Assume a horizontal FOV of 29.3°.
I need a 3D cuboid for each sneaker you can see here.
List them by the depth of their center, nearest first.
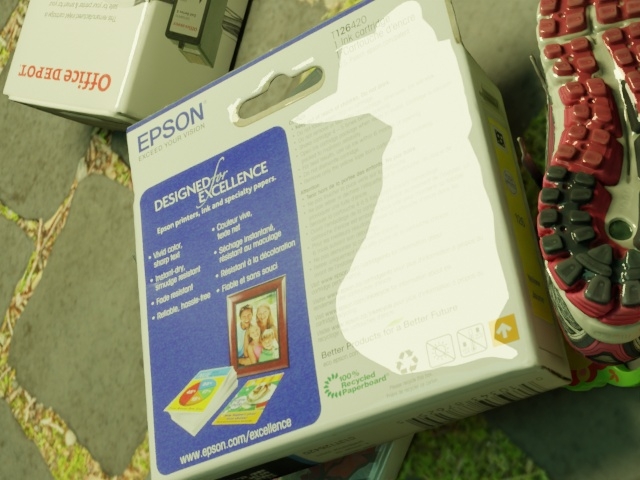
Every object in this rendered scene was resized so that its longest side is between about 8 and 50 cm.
[{"bbox_3d":[0.184,-0.067,0.769,0.120,0.112,0.299,9,60,13],"label":"sneaker"}]

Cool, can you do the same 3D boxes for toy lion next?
[{"bbox_3d":[0.184,0.061,0.807,0.100,0.034,0.096,43,115,41],"label":"toy lion"}]

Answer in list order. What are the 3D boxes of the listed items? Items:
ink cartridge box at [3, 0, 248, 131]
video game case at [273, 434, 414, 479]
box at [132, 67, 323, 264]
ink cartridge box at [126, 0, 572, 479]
[{"bbox_3d":[-0.171,-0.240,1.163,0.198,0.114,0.273,14,87,45],"label":"ink cartridge box"},{"bbox_3d":[-0.028,0.193,0.967,0.183,0.023,0.201,26,96,44],"label":"video game case"},{"bbox_3d":[-0.027,0.003,0.978,0.232,0.059,0.183,-44,52,13],"label":"box"},{"bbox_3d":[0.000,0.000,0.880,0.303,0.072,0.307,-23,58,27],"label":"ink cartridge box"}]
